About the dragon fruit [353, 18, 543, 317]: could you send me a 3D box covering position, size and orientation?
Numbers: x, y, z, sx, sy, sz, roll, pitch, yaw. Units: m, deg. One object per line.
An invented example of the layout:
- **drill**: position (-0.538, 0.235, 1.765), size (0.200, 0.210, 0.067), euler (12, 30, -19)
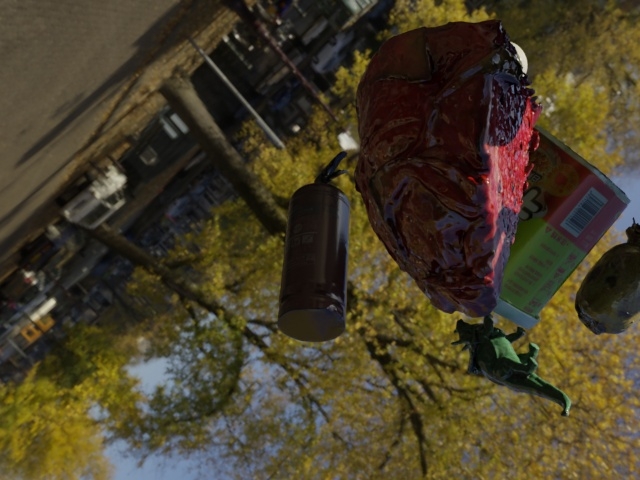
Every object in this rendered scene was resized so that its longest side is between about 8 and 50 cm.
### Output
- **dragon fruit**: position (0.173, -0.078, 0.785), size (0.240, 0.330, 0.302), euler (-7, 168, -4)

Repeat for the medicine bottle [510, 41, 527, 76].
- **medicine bottle**: position (0.334, -0.339, 1.422), size (0.250, 0.131, 0.131), euler (-33, -179, -40)

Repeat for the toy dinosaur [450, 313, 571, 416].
- **toy dinosaur**: position (0.343, 0.206, 1.189), size (0.292, 0.079, 0.120), euler (19, -96, 53)

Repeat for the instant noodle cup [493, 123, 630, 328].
- **instant noodle cup**: position (0.400, -0.034, 1.295), size (0.308, 0.294, 0.294), euler (-50, -174, 16)

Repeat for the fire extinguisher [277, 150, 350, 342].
- **fire extinguisher**: position (0.000, 0.000, 1.175), size (0.135, 0.114, 0.337), euler (-32, -138, 38)

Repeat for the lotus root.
- **lotus root**: position (0.661, 0.081, 1.461), size (0.278, 0.154, 0.154), euler (-56, -169, -11)
